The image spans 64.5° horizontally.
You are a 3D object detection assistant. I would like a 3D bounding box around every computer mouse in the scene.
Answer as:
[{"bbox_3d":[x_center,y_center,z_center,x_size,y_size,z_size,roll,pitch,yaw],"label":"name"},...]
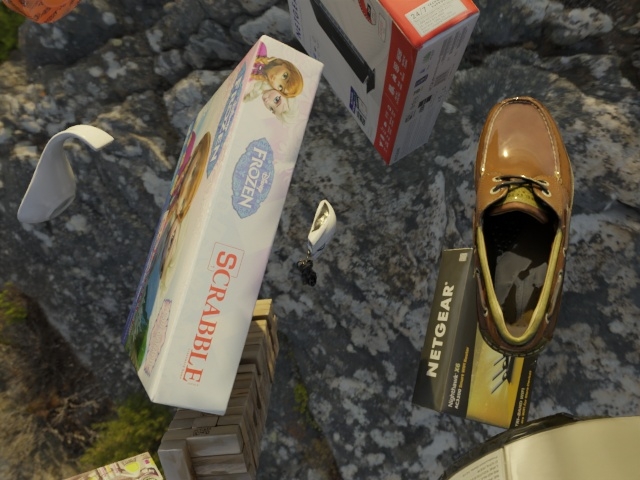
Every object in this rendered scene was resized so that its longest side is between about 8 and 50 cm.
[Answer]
[{"bbox_3d":[0.000,0.000,1.042,0.042,0.106,0.193,11,61,14],"label":"computer mouse"}]

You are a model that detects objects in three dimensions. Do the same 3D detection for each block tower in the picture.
[{"bbox_3d":[-0.123,0.203,0.718,0.097,0.335,0.091,-7,111,6],"label":"block tower"}]

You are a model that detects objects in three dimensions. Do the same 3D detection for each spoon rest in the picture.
[{"bbox_3d":[-0.508,-0.130,0.987,0.084,0.137,0.276,45,121,-11],"label":"spoon rest"}]

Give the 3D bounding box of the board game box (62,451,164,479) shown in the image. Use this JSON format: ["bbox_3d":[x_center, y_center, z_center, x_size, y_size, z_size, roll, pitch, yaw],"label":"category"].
[{"bbox_3d":[-0.374,0.473,0.791,0.056,0.347,0.208,-50,63,20],"label":"board game box"}]

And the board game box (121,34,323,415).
[{"bbox_3d":[-0.129,-0.013,0.559,0.066,0.318,0.318,19,80,-24],"label":"board game box"}]

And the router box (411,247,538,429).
[{"bbox_3d":[0.323,0.198,1.000,0.243,0.081,0.308,22,75,-28],"label":"router box"}]

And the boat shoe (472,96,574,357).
[{"bbox_3d":[0.222,-0.030,0.549,0.111,0.104,0.307,-3,74,19],"label":"boat shoe"}]

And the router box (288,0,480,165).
[{"bbox_3d":[0.057,-0.297,0.699,0.082,0.335,0.301,-33,78,-4],"label":"router box"}]

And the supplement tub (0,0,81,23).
[{"bbox_3d":[-0.347,-0.341,0.418,0.316,0.193,0.193,31,112,-14],"label":"supplement tub"}]

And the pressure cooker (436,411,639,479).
[{"bbox_3d":[0.162,0.307,0.159,0.376,0.420,0.369,3,102,16],"label":"pressure cooker"}]
